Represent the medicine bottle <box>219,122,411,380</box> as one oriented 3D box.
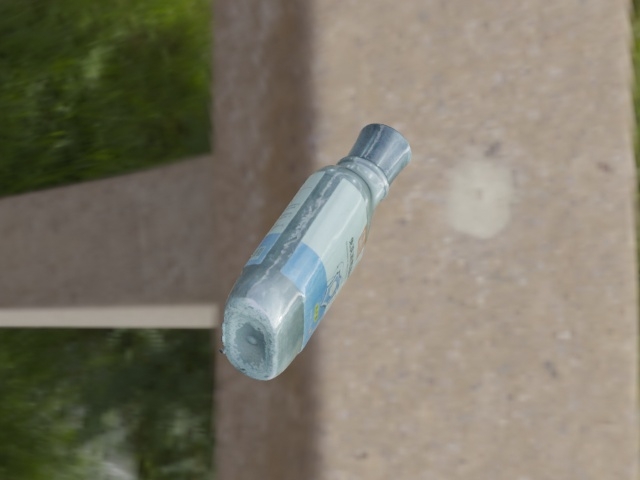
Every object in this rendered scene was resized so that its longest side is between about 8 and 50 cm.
[{"bbox_3d":[0.000,0.000,1.350,0.053,0.090,0.208,22,51,17],"label":"medicine bottle"}]
